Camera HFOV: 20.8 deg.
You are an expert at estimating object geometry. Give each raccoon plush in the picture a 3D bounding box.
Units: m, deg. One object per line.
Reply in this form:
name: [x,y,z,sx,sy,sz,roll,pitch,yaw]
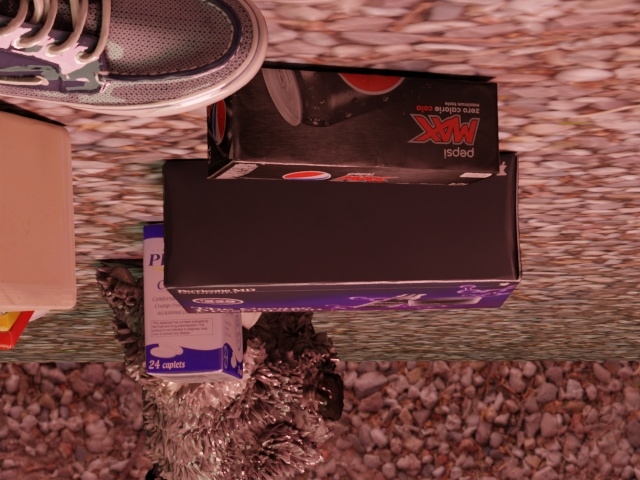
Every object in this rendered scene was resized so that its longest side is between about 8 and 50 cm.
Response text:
raccoon plush: [-0.167,0.215,1.895,0.216,0.446,0.299,35,-164,38]

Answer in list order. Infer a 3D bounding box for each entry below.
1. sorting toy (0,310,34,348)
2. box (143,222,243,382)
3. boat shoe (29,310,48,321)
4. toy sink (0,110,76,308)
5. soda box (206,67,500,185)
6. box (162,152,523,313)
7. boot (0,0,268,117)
sorting toy: [-0.346,0.055,1.307,0.255,0.089,0.257,-2,-157,6]
box: [-0.115,0.059,1.600,0.072,0.137,0.126,-3,172,5]
boat shoe: [-0.302,0.032,1.577,0.075,0.083,0.226,-5,170,34]
toy sink: [-0.269,-0.021,1.057,0.152,0.131,0.234,-4,176,19]
soda box: [0.019,-0.066,1.025,0.168,0.060,0.053,1,173,-21]
box: [0.017,-0.001,1.346,0.261,0.103,0.184,-1,169,1]
boot: [-0.121,-0.094,0.770,0.190,0.069,0.086,0,175,5]
